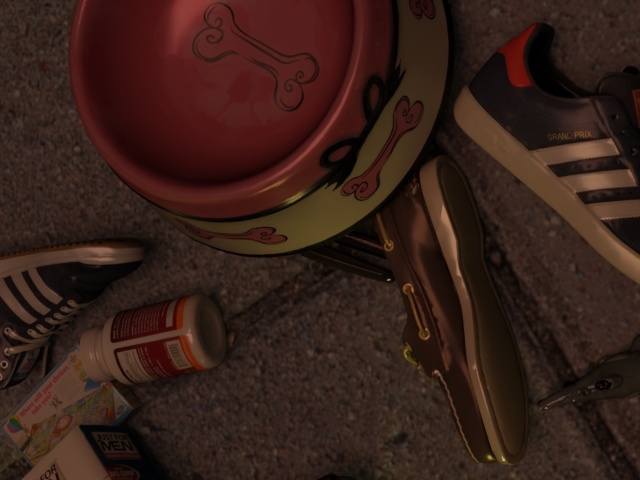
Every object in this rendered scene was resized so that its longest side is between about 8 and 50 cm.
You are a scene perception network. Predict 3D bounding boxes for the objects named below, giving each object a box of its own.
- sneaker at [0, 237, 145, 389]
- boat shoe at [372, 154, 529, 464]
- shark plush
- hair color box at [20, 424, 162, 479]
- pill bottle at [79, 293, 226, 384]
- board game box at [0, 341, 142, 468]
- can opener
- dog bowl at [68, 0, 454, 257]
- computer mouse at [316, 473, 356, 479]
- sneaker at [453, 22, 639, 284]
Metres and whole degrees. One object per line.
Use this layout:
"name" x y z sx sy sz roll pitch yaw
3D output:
"sneaker" -0.311 0.085 1.793 0.282 0.099 0.153 -10 87 28
"boat shoe" 0.131 0.079 1.623 0.096 0.116 0.324 -17 85 26
"shark plush" 0.294 0.134 1.588 0.161 0.067 0.073 -9 92 21
"hair color box" -0.209 0.389 1.727 0.174 0.105 0.347 -43 66 17
"pill bottle" -0.189 0.114 1.759 0.152 0.086 0.086 -13 91 21
"board game box" -0.294 0.206 1.840 0.154 0.026 0.103 -45 80 19
"can opener" 0.000 0.000 1.693 0.186 0.073 0.059 26 96 7
"dog bowl" -0.079 -0.193 1.609 0.408 0.150 0.408 -3 81 23
"computer mouse" 0.016 0.373 1.704 0.060 0.184 0.262 13 141 52
"sneaker" 0.297 -0.079 1.531 0.350 0.131 0.148 41 112 13
